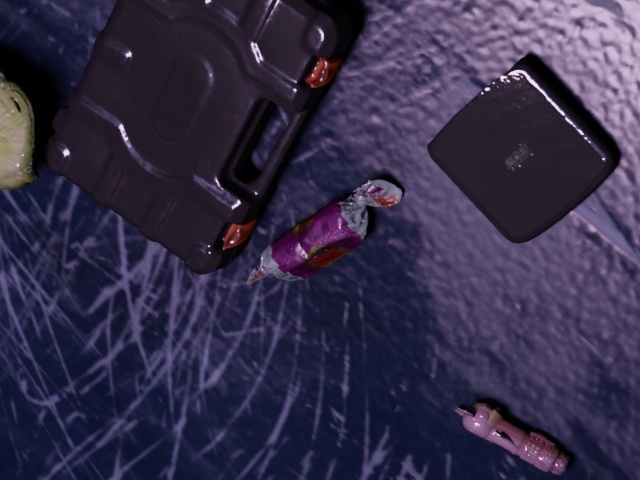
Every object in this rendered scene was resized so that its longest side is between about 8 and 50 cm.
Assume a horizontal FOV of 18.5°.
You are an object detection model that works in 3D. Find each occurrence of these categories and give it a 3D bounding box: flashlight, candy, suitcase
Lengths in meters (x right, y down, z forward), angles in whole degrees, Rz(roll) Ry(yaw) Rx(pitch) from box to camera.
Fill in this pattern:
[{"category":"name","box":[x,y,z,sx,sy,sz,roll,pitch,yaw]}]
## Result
[{"category":"flashlight","box":[0.169,0.170,1.723,0.110,0.052,0.031,28,83,6]},{"category":"candy","box":[0.000,0.000,1.732,0.175,0.045,0.043,-34,59,32]},{"category":"suitcase","box":[-0.108,-0.131,1.718,0.206,0.066,0.285,35,119,11]}]

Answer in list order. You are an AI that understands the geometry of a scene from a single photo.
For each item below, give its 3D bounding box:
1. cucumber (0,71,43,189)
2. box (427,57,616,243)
[{"category":"cucumber","box":[-0.385,-0.115,1.836,0.325,0.105,0.145,7,85,23]},{"category":"box","box":[0.169,-0.072,1.637,0.125,0.027,0.126,47,120,-1]}]
